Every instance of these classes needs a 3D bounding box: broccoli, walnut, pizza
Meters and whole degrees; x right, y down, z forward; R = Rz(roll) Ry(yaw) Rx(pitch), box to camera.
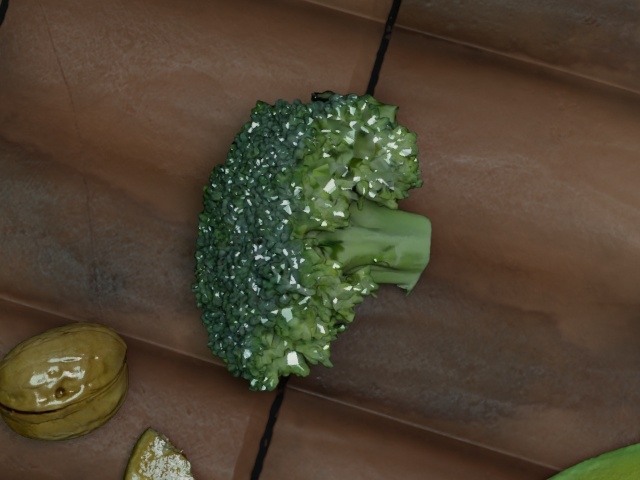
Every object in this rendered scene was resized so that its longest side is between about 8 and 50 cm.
[{"bbox_3d":[-0.015,-0.016,1.757,0.317,0.277,0.338,-23,94,-21],"label":"broccoli"},{"bbox_3d":[-0.326,0.180,1.800,0.180,0.144,0.144,-13,85,-10],"label":"walnut"},{"bbox_3d":[-0.191,0.361,1.821,0.127,0.058,0.246,-27,84,-1],"label":"pizza"}]

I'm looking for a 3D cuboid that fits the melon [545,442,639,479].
[{"bbox_3d":[0.338,0.370,1.789,0.323,0.124,0.196,-13,84,5],"label":"melon"}]
